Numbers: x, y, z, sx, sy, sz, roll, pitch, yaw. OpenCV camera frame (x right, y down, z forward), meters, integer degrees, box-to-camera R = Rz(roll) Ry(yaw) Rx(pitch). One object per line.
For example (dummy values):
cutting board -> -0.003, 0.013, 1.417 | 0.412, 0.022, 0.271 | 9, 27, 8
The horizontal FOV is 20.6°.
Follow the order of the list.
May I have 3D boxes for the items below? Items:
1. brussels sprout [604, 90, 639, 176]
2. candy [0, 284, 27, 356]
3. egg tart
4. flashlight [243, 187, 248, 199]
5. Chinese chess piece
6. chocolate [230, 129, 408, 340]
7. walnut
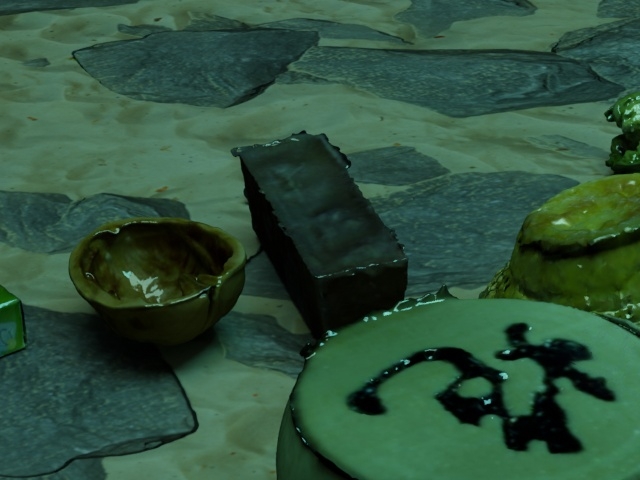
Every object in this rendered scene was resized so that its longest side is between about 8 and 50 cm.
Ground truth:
brussels sprout -> 0.412, -0.118, 2.035 | 0.181, 0.100, 0.139 | -14, 39, -23
candy -> -0.398, 0.095, 1.735 | 0.194, 0.062, 0.097 | -21, 31, -30
egg tart -> 0.287, 0.015, 1.707 | 0.294, 0.123, 0.294 | -15, 23, 6
flashlight -> -0.050, -0.081, 2.072 | 0.057, 0.035, 0.121 | 14, 31, 29
Chinese chess piece -> 0.137, 0.175, 1.431 | 0.349, 0.146, 0.349 | -2, 28, 1
chocolate -> 0.000, 0.000, 1.831 | 0.112, 0.112, 0.321 | -12, 29, -13
walnut -> -0.158, 0.050, 1.769 | 0.167, 0.087, 0.211 | -24, 31, -23
